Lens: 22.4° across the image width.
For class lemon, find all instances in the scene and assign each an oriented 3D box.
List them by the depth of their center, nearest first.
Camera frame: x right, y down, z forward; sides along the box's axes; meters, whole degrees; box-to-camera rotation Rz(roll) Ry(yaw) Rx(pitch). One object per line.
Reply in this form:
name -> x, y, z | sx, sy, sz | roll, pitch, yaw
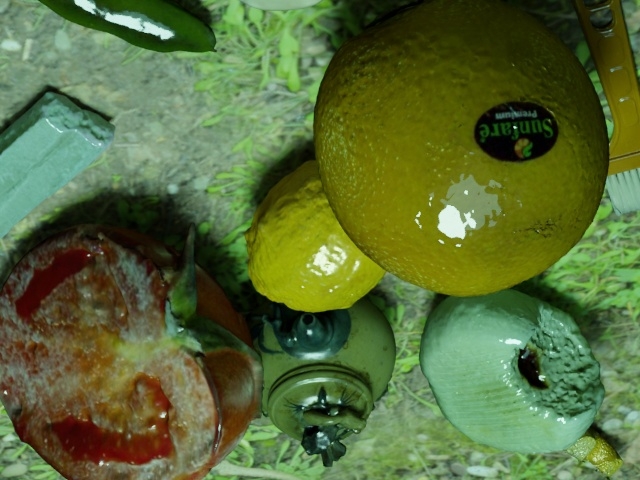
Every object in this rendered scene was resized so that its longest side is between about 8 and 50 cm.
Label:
lemon -> 0.000, 0.000, 1.603 | 0.142, 0.142, 0.187 | 31, 124, -30

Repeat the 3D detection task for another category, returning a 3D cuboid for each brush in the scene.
brush -> 0.296, -0.139, 1.575 | 0.090, 0.017, 0.314 | -16, 133, 11

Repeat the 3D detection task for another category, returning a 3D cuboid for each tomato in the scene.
tomato -> -0.182, 0.121, 1.679 | 0.309, 0.309, 0.170 | -43, 161, 32

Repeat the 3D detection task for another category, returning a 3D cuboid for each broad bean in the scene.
broad bean -> -0.204, -0.218, 1.438 | 0.254, 0.046, 0.065 | 24, 129, -24

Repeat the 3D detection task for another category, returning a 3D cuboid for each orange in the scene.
orange -> 0.124, -0.086, 1.444 | 0.274, 0.274, 0.274 | -2, 135, -2

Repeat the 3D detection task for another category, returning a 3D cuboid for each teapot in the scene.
teapot -> -0.002, 0.154, 1.728 | 0.173, 0.183, 0.269 | -6, 136, 0

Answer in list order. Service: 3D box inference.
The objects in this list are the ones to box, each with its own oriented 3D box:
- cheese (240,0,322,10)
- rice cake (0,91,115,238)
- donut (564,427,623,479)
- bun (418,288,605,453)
cheese -> -0.039, -0.282, 1.276 | 0.235, 0.218, 0.117 | -23, 143, -12
rice cake -> -0.303, -0.062, 1.590 | 0.226, 0.040, 0.085 | -36, 126, 28
donut -> 0.328, 0.253, 1.937 | 0.083, 0.067, 0.038 | 44, 104, 1
bun -> 0.214, 0.130, 1.758 | 0.203, 0.126, 0.212 | 8, 134, 26
